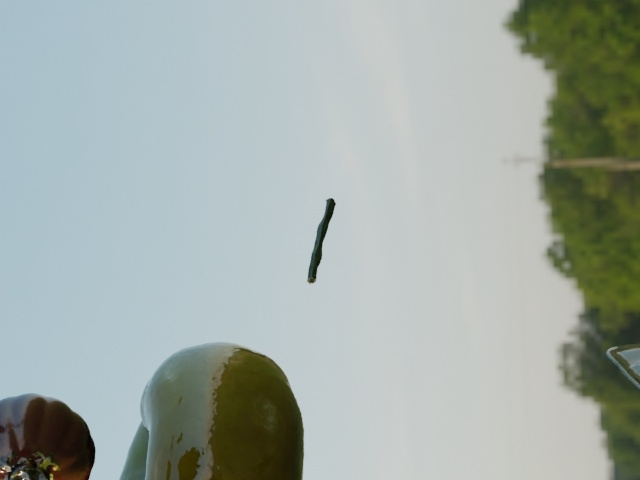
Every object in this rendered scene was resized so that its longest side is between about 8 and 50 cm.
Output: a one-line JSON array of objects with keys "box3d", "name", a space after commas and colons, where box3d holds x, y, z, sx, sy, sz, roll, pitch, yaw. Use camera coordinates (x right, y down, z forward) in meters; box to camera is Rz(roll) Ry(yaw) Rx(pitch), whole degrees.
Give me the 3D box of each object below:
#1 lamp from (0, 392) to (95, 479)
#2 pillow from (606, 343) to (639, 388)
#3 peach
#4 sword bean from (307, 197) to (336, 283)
[{"box3d": [-0.226, 0.167, 1.430, 0.090, 0.101, 0.101, -97, -1, -58], "name": "lamp"}, {"box3d": [0.324, 0.094, 1.334, 0.130, 0.218, 0.033, -127, 38, -71], "name": "pillow"}, {"box3d": [-0.106, 0.212, 1.668, 0.251, 0.153, 0.251, -161, 90, -78], "name": "peach"}, {"box3d": [0.000, 0.000, 1.678, 0.012, 0.012, 0.083, 63, -140, -68], "name": "sword bean"}]
